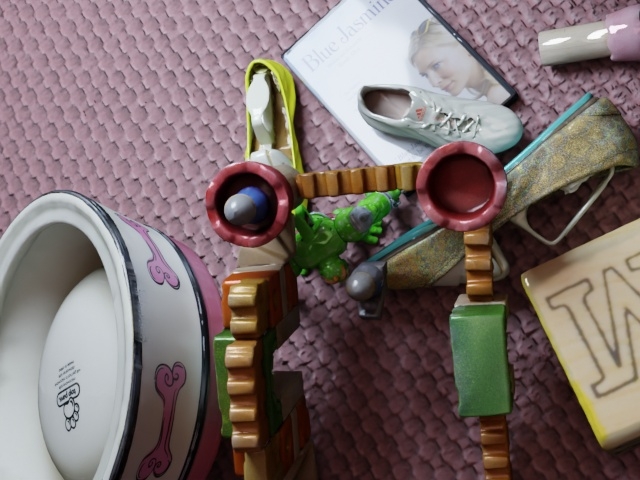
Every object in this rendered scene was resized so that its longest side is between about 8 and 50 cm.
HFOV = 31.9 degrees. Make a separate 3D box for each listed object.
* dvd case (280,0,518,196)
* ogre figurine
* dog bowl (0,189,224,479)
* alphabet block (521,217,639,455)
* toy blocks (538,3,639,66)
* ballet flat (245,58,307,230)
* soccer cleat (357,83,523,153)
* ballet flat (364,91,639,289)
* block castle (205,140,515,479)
[{"bbox_3d":[0.092,-0.201,1.371,0.180,0.022,0.253,-42,69,5],"label":"dvd case"},{"bbox_3d":[0.000,0.000,1.297,0.197,0.118,0.097,-12,98,11],"label":"ogre figurine"},{"bbox_3d":[-0.254,0.155,1.253,0.408,0.150,0.408,-14,71,48],"label":"dog bowl"},{"bbox_3d":[0.340,0.092,1.139,0.197,0.192,0.193,-26,70,9],"label":"alphabet block"},{"bbox_3d":[0.337,-0.383,1.198,0.260,0.288,0.309,-7,73,20],"label":"toy blocks"},{"bbox_3d":[-0.064,-0.116,1.372,0.077,0.077,0.231,-8,76,14],"label":"ballet flat"},{"bbox_3d":[0.134,-0.141,1.292,0.196,0.076,0.068,12,82,19],"label":"soccer cleat"},{"bbox_3d":[0.204,-0.023,1.254,0.348,0.123,0.123,-37,70,7],"label":"ballet flat"},{"bbox_3d":[0.051,0.130,1.134,0.303,0.213,0.453,-3,99,13],"label":"block castle"}]
